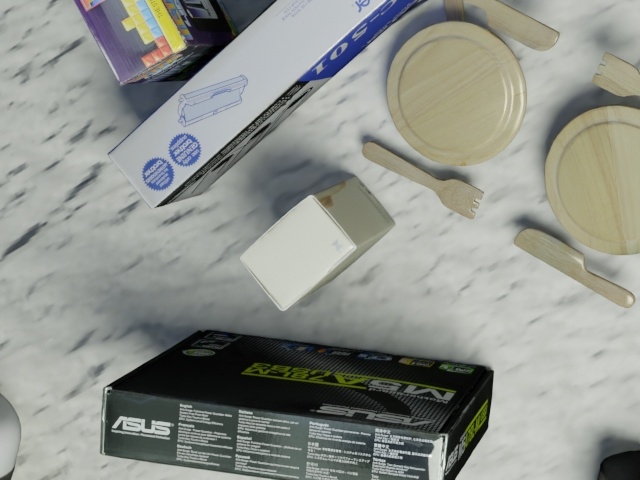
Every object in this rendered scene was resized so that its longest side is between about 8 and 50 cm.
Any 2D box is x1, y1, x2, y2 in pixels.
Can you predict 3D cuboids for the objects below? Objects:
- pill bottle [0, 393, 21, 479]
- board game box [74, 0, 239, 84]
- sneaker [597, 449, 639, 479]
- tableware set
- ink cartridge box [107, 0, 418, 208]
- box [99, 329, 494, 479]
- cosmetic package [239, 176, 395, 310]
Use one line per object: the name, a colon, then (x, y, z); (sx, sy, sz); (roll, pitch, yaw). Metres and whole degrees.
pill bottle: (-0.313, 0.238, 1.172); (0.188, 0.188, 0.334); (19, 100, 10)
board game box: (-0.117, -0.174, 1.105); (0.048, 0.141, 0.170); (-28, 89, 14)
sneaker: (0.321, 0.174, 0.964); (0.482, 0.185, 0.202); (-5, 82, 38)
tableware set: (0.130, -0.064, 1.115); (0.194, 0.039, 0.128); (30, 114, 14)
ink cartridge box: (-0.023, -0.104, 1.114); (0.207, 0.097, 0.046); (-41, 86, 14)
box: (-0.007, 0.095, 1.088); (0.190, 0.184, 0.045); (7, 97, 13)
cosmetic package: (0.000, 0.000, 1.111); (0.060, 0.115, 0.041); (-41, 86, 13)
